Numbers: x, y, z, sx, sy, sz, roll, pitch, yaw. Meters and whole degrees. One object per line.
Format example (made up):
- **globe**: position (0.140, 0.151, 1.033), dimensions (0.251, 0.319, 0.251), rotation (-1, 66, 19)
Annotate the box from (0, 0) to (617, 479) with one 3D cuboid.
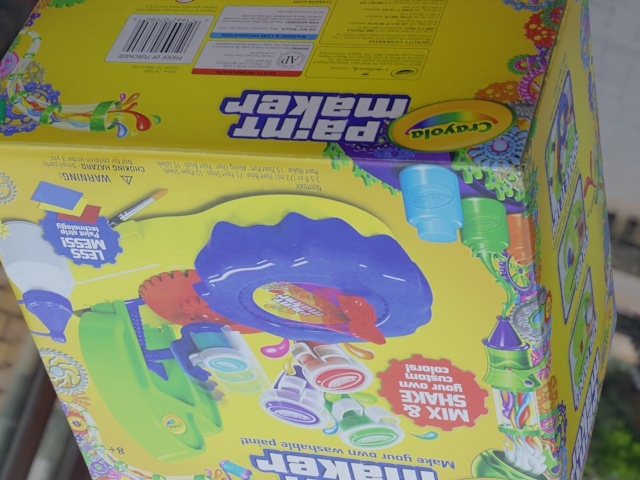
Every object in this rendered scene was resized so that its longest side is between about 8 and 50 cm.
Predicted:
- **box**: position (0.000, 0.000, 0.954), dimensions (0.290, 0.177, 0.279), rotation (3, 135, 19)
